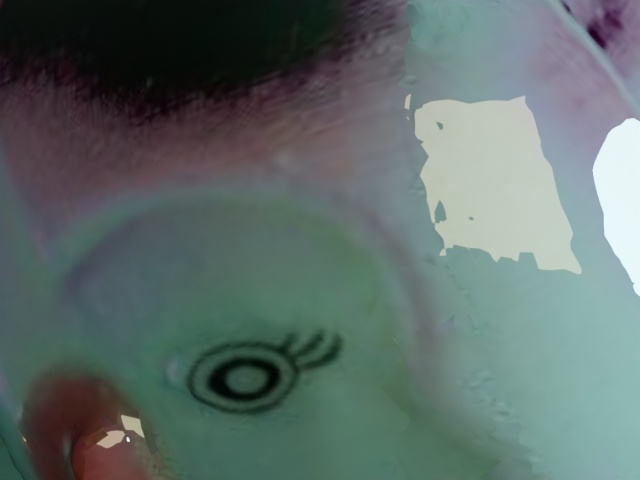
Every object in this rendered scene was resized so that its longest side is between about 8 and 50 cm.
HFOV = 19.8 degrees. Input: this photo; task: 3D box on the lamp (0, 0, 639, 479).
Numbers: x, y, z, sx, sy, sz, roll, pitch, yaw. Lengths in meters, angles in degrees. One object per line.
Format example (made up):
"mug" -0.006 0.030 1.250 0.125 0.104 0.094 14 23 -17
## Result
"lamp" 0.000 0.000 0.483 0.247 0.301 0.247 -37 99 -34
